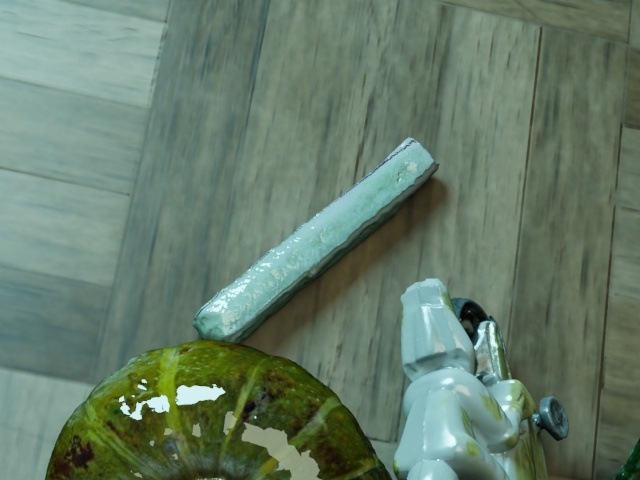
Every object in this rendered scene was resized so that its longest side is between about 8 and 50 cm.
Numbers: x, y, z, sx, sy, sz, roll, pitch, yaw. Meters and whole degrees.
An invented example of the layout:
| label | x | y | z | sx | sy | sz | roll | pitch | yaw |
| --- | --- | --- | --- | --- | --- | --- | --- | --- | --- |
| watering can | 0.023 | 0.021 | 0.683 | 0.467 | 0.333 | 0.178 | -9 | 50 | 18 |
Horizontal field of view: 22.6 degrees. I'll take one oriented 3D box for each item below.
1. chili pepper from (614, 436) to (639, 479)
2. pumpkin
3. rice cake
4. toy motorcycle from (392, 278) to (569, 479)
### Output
| label | x | y | z | sx | sy | sz | roll | pitch | yaw |
| --- | --- | --- | --- | --- | --- | --- | --- | --- | --- |
| chili pepper | 0.224 | 0.250 | 0.972 | 0.148 | 0.116 | 0.265 | 18 | 66 | -17 |
| pumpkin | -0.062 | 0.164 | 0.924 | 0.219 | 0.162 | 0.219 | 0 | 86 | 7 |
| rice cake | 0.001 | 0.000 | 1.060 | 0.207 | 0.033 | 0.033 | -39 | 79 | -22 |
| toy motorcycle | 0.091 | 0.135 | 0.975 | 0.074 | 0.151 | 0.229 | -18 | 72 | 30 |
